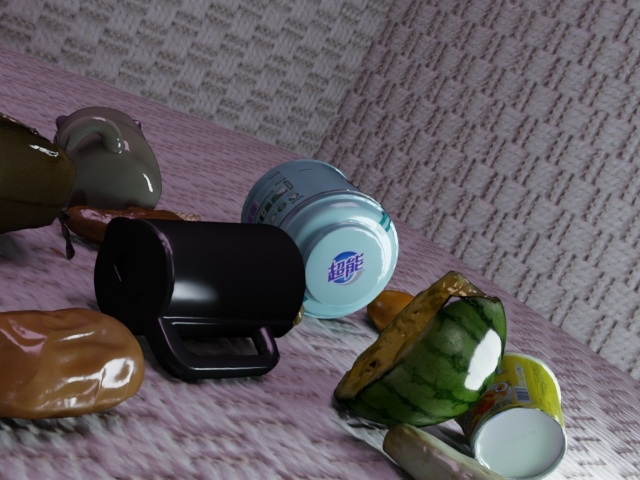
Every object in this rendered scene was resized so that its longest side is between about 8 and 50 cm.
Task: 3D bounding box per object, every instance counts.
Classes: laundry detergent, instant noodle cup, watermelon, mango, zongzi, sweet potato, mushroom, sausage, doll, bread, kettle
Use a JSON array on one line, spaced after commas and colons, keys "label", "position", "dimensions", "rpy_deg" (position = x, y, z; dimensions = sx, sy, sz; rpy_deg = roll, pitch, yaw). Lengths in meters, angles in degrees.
[{"label": "laundry detergent", "position": [0.000, 0.000, 1.841], "dimensions": [0.287, 0.287, 0.305], "rpy_deg": [21, 13, -27]}, {"label": "instant noodle cup", "position": [0.335, 0.313, 1.477], "dimensions": [0.205, 0.204, 0.153], "rpy_deg": [25, 18, -8]}, {"label": "watermelon", "position": [0.188, 0.205, 1.412], "dimensions": [0.189, 0.330, 0.331], "rpy_deg": [42, 13, 4]}, {"label": "mango", "position": [0.180, 0.173, 1.946], "dimensions": [0.145, 0.112, 0.219], "rpy_deg": [20, 2, -29]}, {"label": "zongzi", "position": [-0.642, -0.166, 1.323], "dimensions": [0.467, 0.218, 0.500], "rpy_deg": [32, 13, 21]}, {"label": "sweet potato", "position": [-0.328, -0.015, 1.650], "dimensions": [0.106, 0.095, 0.355], "rpy_deg": [-15, -20, 35]}, {"label": "mushroom", "position": [0.237, 0.377, 1.245], "dimensions": [0.333, 0.087, 0.107], "rpy_deg": [32, 13, 37]}, {"label": "sausage", "position": [-0.309, 0.140, 0.975], "dimensions": [0.136, 0.120, 0.241], "rpy_deg": [21, 8, 31]}, {"label": "doll", "position": [-0.448, -0.158, 1.756], "dimensions": [0.215, 0.225, 0.370], "rpy_deg": [-4, 13, -16]}, {"label": "bread", "position": [-0.318, -0.013, 1.844], "dimensions": [0.084, 0.080, 0.109], "rpy_deg": [15, -26, -30]}, {"label": "kettle", "position": [-0.192, 0.093, 1.380], "dimensions": [0.203, 0.262, 0.308], "rpy_deg": [-8, -8, 36]}]

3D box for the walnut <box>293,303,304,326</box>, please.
[{"label": "walnut", "position": [-0.074, 0.132, 1.627], "dimensions": [0.092, 0.092, 0.092], "rpy_deg": [26, 12, -6]}]
